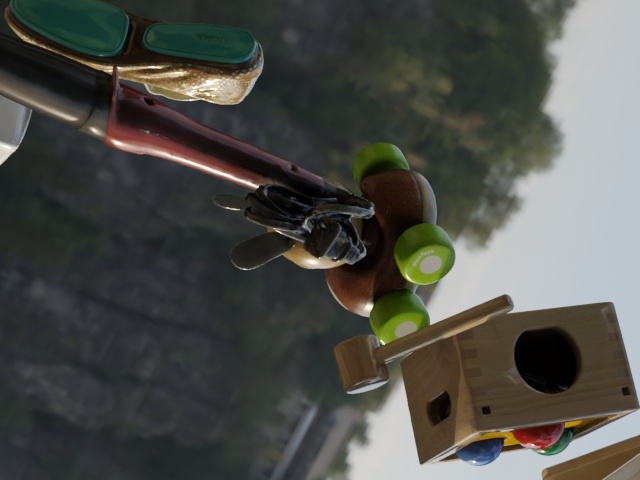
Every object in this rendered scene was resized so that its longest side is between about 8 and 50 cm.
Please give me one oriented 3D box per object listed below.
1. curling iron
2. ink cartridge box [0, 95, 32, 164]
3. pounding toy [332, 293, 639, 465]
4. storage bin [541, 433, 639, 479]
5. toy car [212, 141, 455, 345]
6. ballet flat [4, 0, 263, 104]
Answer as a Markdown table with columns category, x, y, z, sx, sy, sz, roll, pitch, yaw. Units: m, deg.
| category | x | y | z | sx | sy | sz | roll | pitch | yaw |
| --- | --- | --- | --- | --- | --- | --- | --- | --- | --- |
| curling iron | -0.089 | -0.057 | 0.667 | 0.035 | 0.274 | 0.068 | -62 | -161 | 6 |
| ink cartridge box | -0.483 | -0.132 | 1.302 | 0.308 | 0.385 | 0.091 | -27 | -131 | 58 |
| pounding toy | 0.113 | 0.107 | 1.040 | 0.181 | 0.206 | 0.094 | 129 | -47 | -66 |
| storage bin | 0.225 | 0.301 | 1.392 | 0.262 | 0.123 | 0.260 | -25 | 175 | -37 |
| toy car | 0.000 | 0.000 | 1.310 | 0.155 | 0.188 | 0.149 | -114 | -146 | -48 |
| ballet flat | -0.149 | -0.144 | 1.158 | 0.067 | 0.206 | 0.073 | 99 | 6 | -49 |
